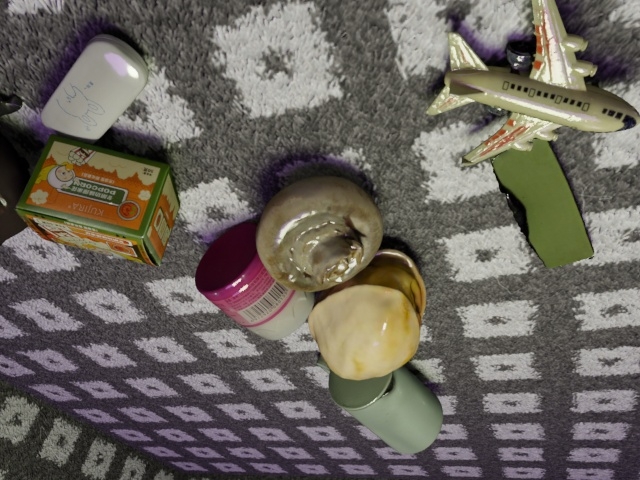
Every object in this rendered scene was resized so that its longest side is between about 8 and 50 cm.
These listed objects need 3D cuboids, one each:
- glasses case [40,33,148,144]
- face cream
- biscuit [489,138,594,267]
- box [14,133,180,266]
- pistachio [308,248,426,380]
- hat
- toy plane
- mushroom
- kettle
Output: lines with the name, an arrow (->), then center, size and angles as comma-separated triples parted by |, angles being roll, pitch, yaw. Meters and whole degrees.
glasses case -> -0.350, -0.220, 0.684 | 0.233, 0.059, 0.092 | -24, 133, 35
face cream -> -0.128, 0.087, 0.909 | 0.175, 0.175, 0.195 | -18, 131, 28
biscuit -> 0.381, -0.057, 0.761 | 0.099, 0.038, 0.322 | -24, 129, 28
box -> -0.367, -0.056, 0.773 | 0.194, 0.148, 0.177 | 15, 161, -7
pistachio -> 0.095, 0.160, 0.923 | 0.229, 0.230, 0.309 | 16, 134, -8
hat -> -0.543, -0.099, 0.725 | 0.208, 0.336, 0.238 | -28, 119, -14
toy plane -> 0.277, -0.189, 0.578 | 0.255, 0.104, 0.242 | 8, 137, 1
mushroom -> 0.000, 0.000, 0.773 | 0.226, 0.178, 0.227 | -7, 137, -7
kettle -> 0.171, 0.422, 1.257 | 0.205, 0.265, 0.318 | -41, 125, 4
